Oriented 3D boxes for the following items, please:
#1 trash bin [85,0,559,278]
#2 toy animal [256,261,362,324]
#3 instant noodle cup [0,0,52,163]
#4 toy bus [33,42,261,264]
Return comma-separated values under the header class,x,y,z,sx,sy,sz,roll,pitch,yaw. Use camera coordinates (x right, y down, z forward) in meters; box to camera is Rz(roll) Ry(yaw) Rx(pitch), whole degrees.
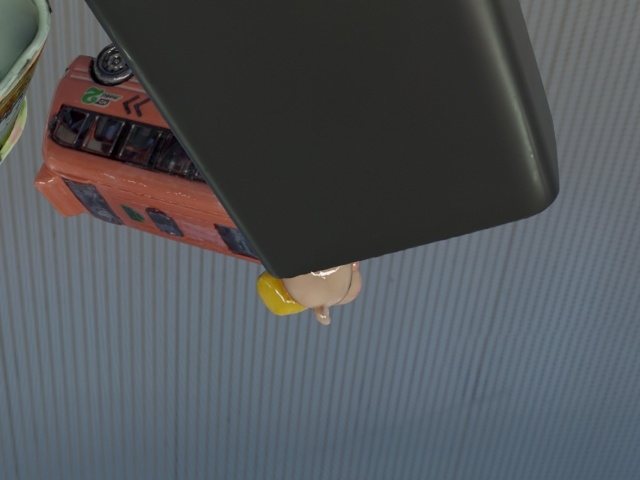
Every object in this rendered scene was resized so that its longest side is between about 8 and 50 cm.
class,x,y,z,sx,sy,sz,roll,pitch,yaw
trash bin,0.000,-0.106,0.453,0.165,0.115,0.225,-15,123,19
toy animal,0.000,0.000,0.762,0.091,0.082,0.114,-16,101,-24
instant noodle cup,-0.465,-0.203,1.230,0.294,0.294,0.308,15,161,-25
toy bus,-0.183,-0.111,1.480,0.427,0.233,0.203,15,157,21
